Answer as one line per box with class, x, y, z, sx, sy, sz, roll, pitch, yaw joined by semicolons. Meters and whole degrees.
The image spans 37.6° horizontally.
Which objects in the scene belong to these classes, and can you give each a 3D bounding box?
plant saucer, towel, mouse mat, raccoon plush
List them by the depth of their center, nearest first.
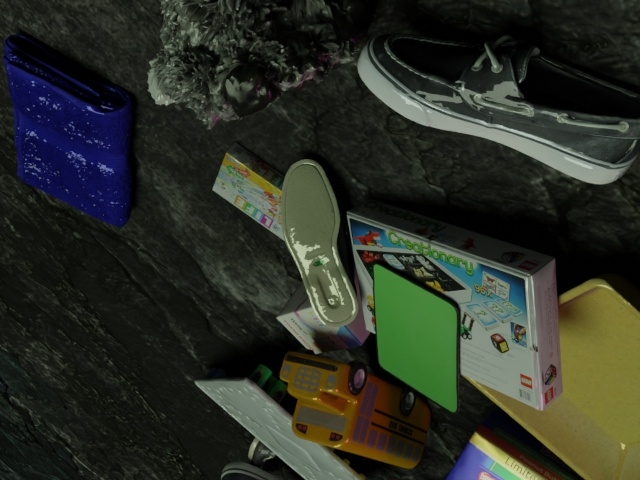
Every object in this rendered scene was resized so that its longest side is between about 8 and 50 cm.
raccoon plush;-0.152;-0.291;1.022;0.446;0.216;0.299;-6;120;46
plant saucer;0.380;0.182;1.208;0.333;0.081;0.332;40;147;-6
mouse mat;0.125;0.128;1.236;0.152;0.007;0.190;29;136;40
towel;-0.405;-0.160;1.503;0.227;0.076;0.308;30;146;11

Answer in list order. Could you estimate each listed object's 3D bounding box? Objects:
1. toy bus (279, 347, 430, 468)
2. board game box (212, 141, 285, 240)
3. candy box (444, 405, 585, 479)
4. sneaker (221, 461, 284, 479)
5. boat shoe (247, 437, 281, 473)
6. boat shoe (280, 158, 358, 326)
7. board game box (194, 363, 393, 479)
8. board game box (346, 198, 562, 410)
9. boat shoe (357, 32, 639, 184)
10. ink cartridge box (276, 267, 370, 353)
toy bus;0.056;0.266;1.470;0.108;0.130;0.332;9;167;33
board game box;-0.079;-0.064;1.370;0.154;0.026;0.103;35;147;3
candy box;0.302;0.452;1.443;0.268;0.122;0.317;33;119;17
sneaker;-0.069;0.583;1.987;0.321;0.128;0.126;20;135;-7
boat shoe;-0.118;0.484;2.026;0.065;0.075;0.206;29;141;17
boat shoe;0.000;0.000;1.299;0.084;0.079;0.233;-12;102;12
board game box;-0.037;0.372;1.760;0.390;0.050;0.390;43;160;-9
board game box;0.164;0.074;1.195;0.305;0.053;0.193;22;131;45
boat shoe;0.185;-0.158;0.948;0.301;0.108;0.102;25;143;9
ink cartridge box;0.012;0.109;1.441;0.092;0.090;0.143;48;144;-16
